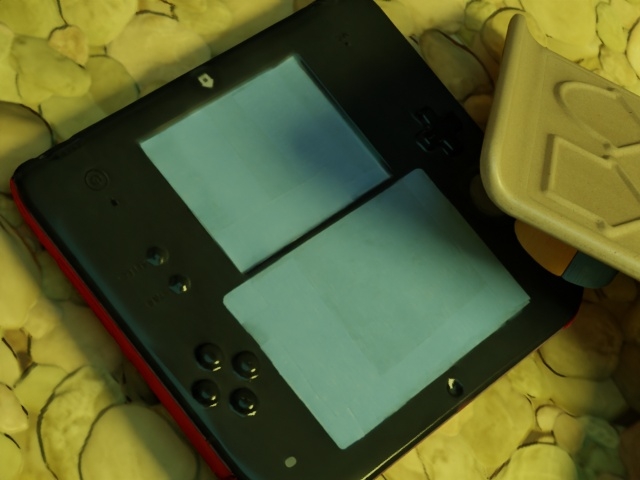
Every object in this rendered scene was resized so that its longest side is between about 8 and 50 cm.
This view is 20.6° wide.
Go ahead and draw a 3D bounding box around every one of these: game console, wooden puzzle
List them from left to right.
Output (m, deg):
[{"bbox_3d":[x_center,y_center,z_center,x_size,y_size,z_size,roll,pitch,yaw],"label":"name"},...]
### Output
[{"bbox_3d":[0.000,0.000,1.370,0.386,0.060,0.342,-33,85,-35],"label":"game console"},{"bbox_3d":[0.276,-0.021,1.442,0.348,0.080,0.322,31,29,-6],"label":"wooden puzzle"}]
